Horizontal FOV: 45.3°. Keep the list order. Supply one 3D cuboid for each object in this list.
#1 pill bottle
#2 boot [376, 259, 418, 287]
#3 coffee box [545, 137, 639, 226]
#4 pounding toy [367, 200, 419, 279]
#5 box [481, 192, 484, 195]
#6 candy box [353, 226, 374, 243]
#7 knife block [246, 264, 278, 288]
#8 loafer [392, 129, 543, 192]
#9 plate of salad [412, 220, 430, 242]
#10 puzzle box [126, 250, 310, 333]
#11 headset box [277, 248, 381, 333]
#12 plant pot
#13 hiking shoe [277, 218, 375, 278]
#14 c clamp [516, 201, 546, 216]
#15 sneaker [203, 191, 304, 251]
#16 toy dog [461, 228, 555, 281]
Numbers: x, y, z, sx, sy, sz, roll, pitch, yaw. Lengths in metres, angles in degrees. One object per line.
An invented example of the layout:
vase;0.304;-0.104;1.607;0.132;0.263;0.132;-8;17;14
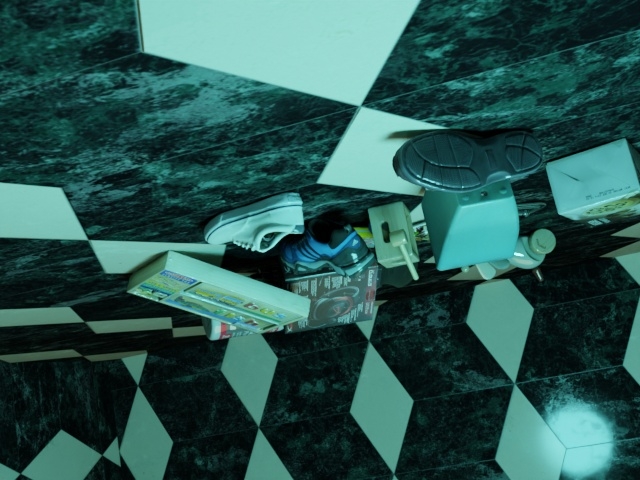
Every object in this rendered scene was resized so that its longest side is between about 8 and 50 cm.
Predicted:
pill bottle;-0.202;0.204;2.389;0.319;0.176;0.176;-6;168;-20
boot;0.200;0.089;2.469;0.115;0.112;0.305;20;-164;40
coffee box;0.623;-0.118;1.676;0.168;0.118;0.297;-18;166;28
pounding toy;0.160;0.009;1.735;0.094;0.181;0.206;-12;168;13
box;0.317;-0.098;1.742;0.081;0.028;0.136;-9;166;-6
candy box;0.108;-0.007;1.955;0.105;0.027;0.206;-2;171;13
knife block;-0.085;0.123;2.326;0.242;0.088;0.276;-13;169;16
loafer;0.247;-0.131;1.332;0.303;0.109;0.095;-8;173;-27
plate of salad;0.309;-0.023;2.052;0.200;0.048;0.200;-10;169;-2
puzzle box;-0.265;0.144;1.994;0.409;0.052;0.272;21;153;-27
headset box;0.032;0.133;2.160;0.293;0.110;0.218;-8;132;-11
plant pot;0.304;-0.069;1.534;0.166;0.165;0.234;-10;157;0
hiking shoe;0.000;0.000;1.795;0.304;0.132;0.113;3;-144;48
c clamp;0.512;-0.077;2.042;0.161;0.022;0.137;-6;163;-13
sneaker;-0.140;-0.020;1.554;0.258;0.091;0.094;-20;165;39
toy dog;0.594;0.070;2.472;0.334;0.161;0.220;-12;168;10
